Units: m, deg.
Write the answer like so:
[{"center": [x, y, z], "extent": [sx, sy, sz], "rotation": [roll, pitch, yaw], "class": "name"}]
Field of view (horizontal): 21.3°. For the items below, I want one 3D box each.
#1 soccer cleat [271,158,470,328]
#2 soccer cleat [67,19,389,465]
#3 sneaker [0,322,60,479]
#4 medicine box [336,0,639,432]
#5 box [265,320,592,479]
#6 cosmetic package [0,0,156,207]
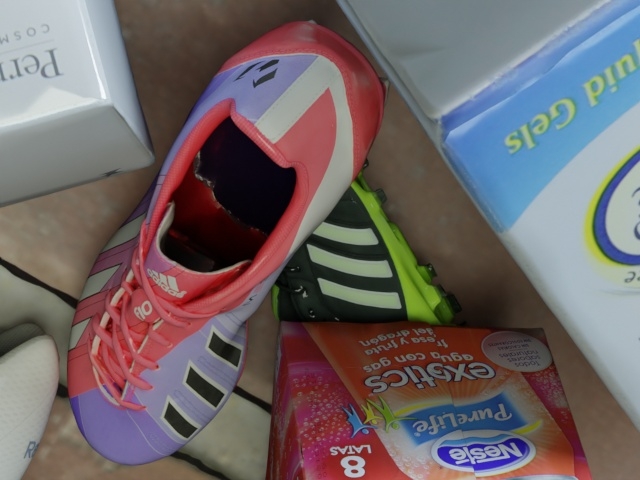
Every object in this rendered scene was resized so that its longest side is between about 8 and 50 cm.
[{"center": [0.000, 0.000, 0.747], "extent": [0.072, 0.060, 0.179], "rotation": [-31, 112, 6], "class": "soccer cleat"}, {"center": [-0.056, 0.015, 0.693], "extent": [0.083, 0.095, 0.248], "rotation": [39, 126, 5], "class": "soccer cleat"}, {"center": [-0.248, 0.030, 0.723], "extent": [0.297, 0.111, 0.129], "rotation": [31, 87, -18], "class": "sneaker"}, {"center": [0.181, -0.070, 0.642], "extent": [0.263, 0.149, 0.289], "rotation": [-35, 134, 7], "class": "medicine box"}, {"center": [0.035, 0.173, 0.750], "extent": [0.122, 0.128, 0.257], "rotation": [2, 121, -7], "class": "box"}, {"center": [-0.199, -0.111, 0.604], "extent": [0.224, 0.138, 0.225], "rotation": [-16, 86, -1], "class": "cosmetic package"}]
